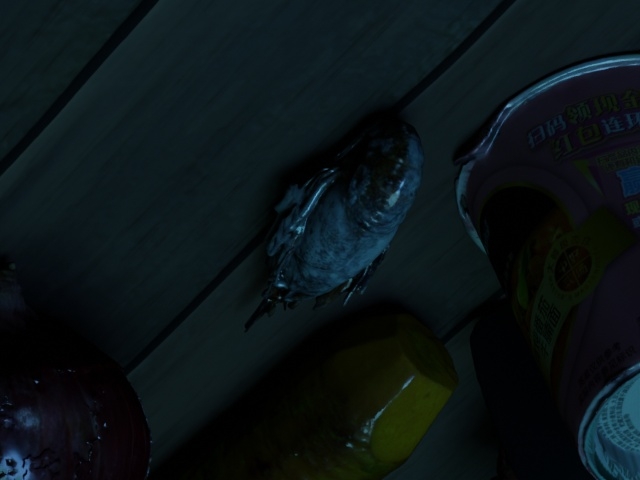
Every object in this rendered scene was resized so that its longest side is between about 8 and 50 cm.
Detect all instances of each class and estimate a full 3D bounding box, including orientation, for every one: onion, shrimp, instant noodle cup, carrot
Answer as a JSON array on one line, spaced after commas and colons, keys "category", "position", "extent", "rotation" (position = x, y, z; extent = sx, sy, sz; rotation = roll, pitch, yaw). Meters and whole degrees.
[{"category": "onion", "position": [-0.241, 0.124, 1.279], "extent": [0.252, 0.219, 0.252], "rotation": [4, 173, 0]}, {"category": "shrimp", "position": [0.000, 0.000, 1.284], "extent": [0.090, 0.079, 0.233], "rotation": [21, 131, -25]}, {"category": "instant noodle cup", "position": [0.231, 0.032, 1.237], "extent": [0.244, 0.255, 0.244], "rotation": [-5, 134, -5]}, {"category": "carrot", "position": [-0.021, 0.171, 1.424], "extent": [0.114, 0.114, 0.302], "rotation": [29, 123, -35]}]

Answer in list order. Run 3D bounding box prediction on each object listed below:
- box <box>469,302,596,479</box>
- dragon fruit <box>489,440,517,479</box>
[{"category": "box", "position": [0.233, 0.117, 1.362], "extent": [0.213, 0.201, 0.042], "rotation": [-12, 143, -4]}, {"category": "dragon fruit", "position": [0.226, 0.201, 1.490], "extent": [0.205, 0.152, 0.317], "rotation": [23, 98, -19]}]
